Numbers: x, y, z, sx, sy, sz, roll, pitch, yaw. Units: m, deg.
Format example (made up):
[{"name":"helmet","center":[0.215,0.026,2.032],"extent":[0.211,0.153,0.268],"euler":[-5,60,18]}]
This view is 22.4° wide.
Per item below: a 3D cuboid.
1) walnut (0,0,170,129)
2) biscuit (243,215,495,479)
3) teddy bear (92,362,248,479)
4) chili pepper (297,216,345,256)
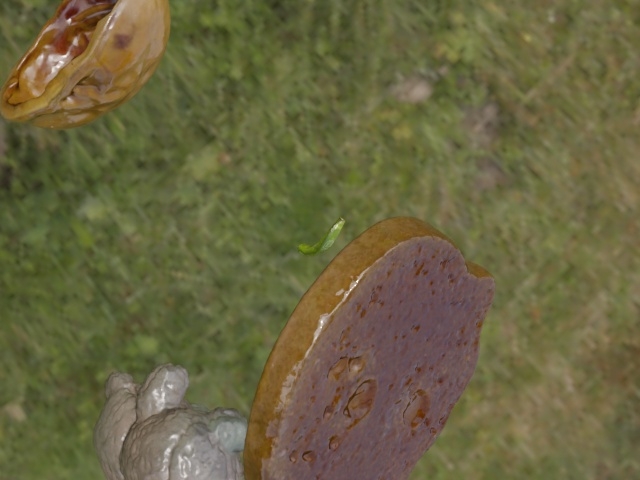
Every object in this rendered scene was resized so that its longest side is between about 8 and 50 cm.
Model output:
[{"name":"walnut","center":[-0.193,-0.167,1.436],"extent":[0.087,0.167,0.211],"euler":[33,132,-27]},{"name":"biscuit","center":[0.041,0.112,1.369],"extent":[0.257,0.049,0.273],"euler":[21,100,-53]},{"name":"teddy bear","center":[-0.172,0.259,1.909],"extent":[0.151,0.267,0.236],"euler":[-16,102,-19]},{"name":"chili pepper","center":[-0.001,0.000,1.810],"extent":[0.017,0.030,0.083],"euler":[13,154,-33]}]
